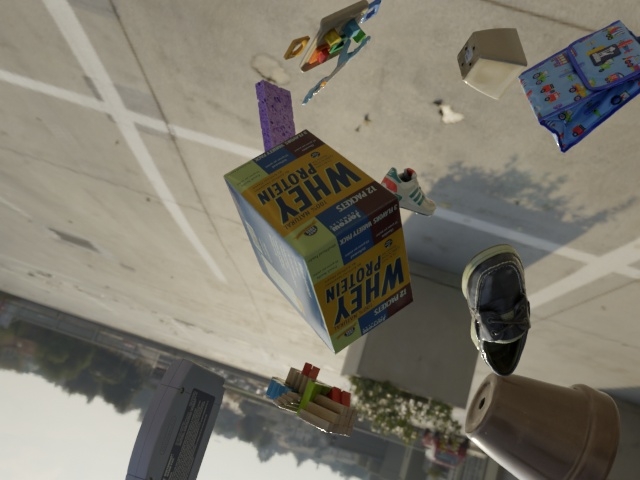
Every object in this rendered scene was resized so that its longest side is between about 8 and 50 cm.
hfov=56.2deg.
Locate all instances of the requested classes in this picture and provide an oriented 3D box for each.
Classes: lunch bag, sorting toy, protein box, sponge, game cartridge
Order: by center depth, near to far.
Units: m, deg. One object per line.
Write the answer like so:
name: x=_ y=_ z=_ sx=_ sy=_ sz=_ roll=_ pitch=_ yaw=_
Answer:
protein box: x=0.000 y=0.000 z=0.796 sx=0.201 sy=0.136 sz=0.200 roll=43 pitch=159 yaw=41
game cartridge: x=-0.296 y=0.402 z=1.233 sx=0.062 sy=0.297 sz=0.198 roll=6 pitch=157 yaw=28
lunch bag: x=0.666 y=-0.394 z=1.467 sx=0.293 sy=0.221 sz=0.138 roll=-34 pitch=126 yaw=28
sponge: x=-0.111 y=-0.305 z=1.567 sx=0.031 sy=0.210 sz=0.117 roll=-17 pitch=165 yaw=33
sorting toy: x=0.041 y=-0.541 z=1.621 sx=0.047 sy=0.347 sz=0.196 roll=51 pitch=151 yaw=7

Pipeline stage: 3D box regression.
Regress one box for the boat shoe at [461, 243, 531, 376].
boat shoe: x=0.226 y=0.094 z=0.742 sx=0.080 sy=0.073 sz=0.223 roll=-19 pitch=139 yaw=0

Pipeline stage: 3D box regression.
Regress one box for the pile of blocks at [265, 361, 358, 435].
pile of blocks: x=-0.040 y=0.356 z=1.453 sx=0.149 sy=0.113 sz=0.362 roll=27 pitch=170 yaw=-28

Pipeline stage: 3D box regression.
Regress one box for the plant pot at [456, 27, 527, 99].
plant pot: x=0.348 y=-0.375 z=1.250 sx=0.096 sy=0.109 sz=0.109 roll=5 pitch=149 yaw=-17

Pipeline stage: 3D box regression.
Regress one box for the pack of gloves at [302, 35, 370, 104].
pack of gloves: x=0.031 y=-0.472 z=1.635 sx=0.046 sy=0.232 sz=0.195 roll=46 pitch=155 yaw=-11

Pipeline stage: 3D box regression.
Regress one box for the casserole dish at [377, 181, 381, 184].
casserole dish: x=0.101 y=-0.052 z=1.367 sx=0.114 sy=0.188 sz=0.037 roll=23 pitch=168 yaw=-8

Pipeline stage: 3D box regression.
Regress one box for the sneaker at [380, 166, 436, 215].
sneaker: x=0.182 y=-0.099 z=1.179 sx=0.161 sy=0.075 sz=0.057 roll=12 pitch=-163 yaw=-38

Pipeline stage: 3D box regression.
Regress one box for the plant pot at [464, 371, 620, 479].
plant pot: x=0.430 y=0.381 z=1.225 sx=0.229 sy=0.263 sz=0.263 roll=26 pitch=165 yaw=4
